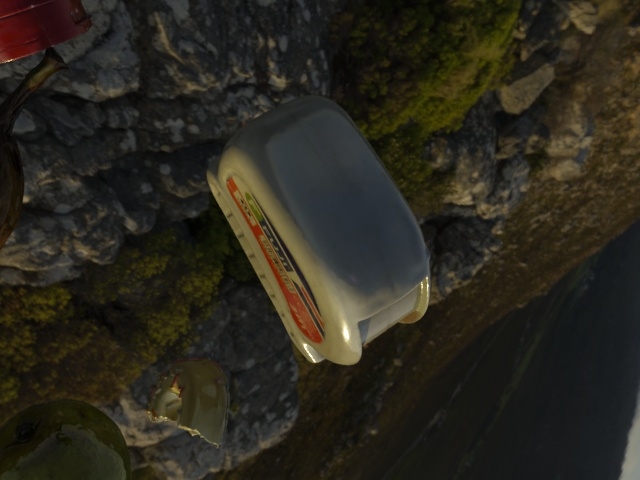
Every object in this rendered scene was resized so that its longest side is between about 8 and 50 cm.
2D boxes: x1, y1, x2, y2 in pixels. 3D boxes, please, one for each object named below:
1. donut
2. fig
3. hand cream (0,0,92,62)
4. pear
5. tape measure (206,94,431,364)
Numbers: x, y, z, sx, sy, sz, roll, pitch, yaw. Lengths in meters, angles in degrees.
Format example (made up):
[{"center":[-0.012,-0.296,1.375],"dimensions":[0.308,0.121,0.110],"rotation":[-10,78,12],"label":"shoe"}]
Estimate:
[{"center":[-0.186,0.219,0.725],"dimensions":[0.065,0.166,0.108],"rotation":[21,75,-37],"label":"donut"},{"center":[-0.380,-0.069,0.562],"dimensions":[0.290,0.190,0.190],"rotation":[-25,139,-6],"label":"fig"},{"center":[-0.458,-0.353,0.765],"dimensions":[0.193,0.193,0.125],"rotation":[-42,133,-30],"label":"hand cream"},{"center":[-0.471,0.426,0.918],"dimensions":[0.253,0.253,0.307],"rotation":[-39,138,-33],"label":"pear"},{"center":[0.000,0.000,0.523],"dimensions":[0.130,0.265,0.258],"rotation":[-29,96,-19],"label":"tape measure"}]
